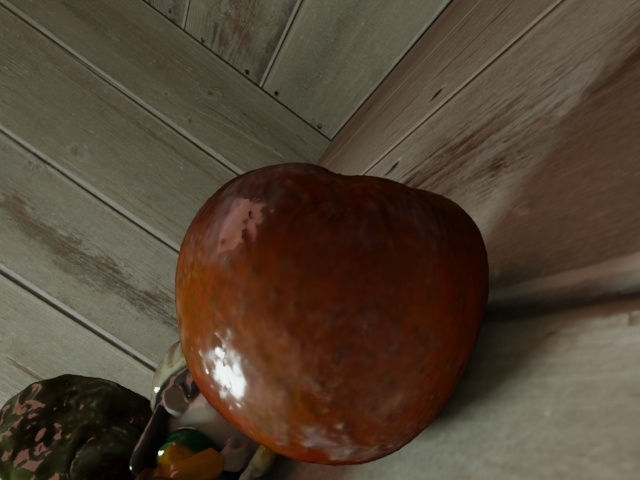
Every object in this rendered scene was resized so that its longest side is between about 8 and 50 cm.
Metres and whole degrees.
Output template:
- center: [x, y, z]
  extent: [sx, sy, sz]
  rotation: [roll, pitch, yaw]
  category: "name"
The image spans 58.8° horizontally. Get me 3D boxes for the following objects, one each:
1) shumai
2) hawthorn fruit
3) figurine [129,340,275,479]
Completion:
- center: [-0.309, 0.346, 0.665]
  extent: [0.291, 0.330, 0.288]
  rotation: [-27, 6, 16]
  category: "shumai"
- center: [0.016, 0.056, 0.433]
  extent: [0.231, 0.263, 0.235]
  rotation: [-16, -5, -34]
  category: "hawthorn fruit"
- center: [-0.139, 0.239, 0.626]
  extent: [0.204, 0.185, 0.332]
  rotation: [-2, 38, 34]
  category: "figurine"
